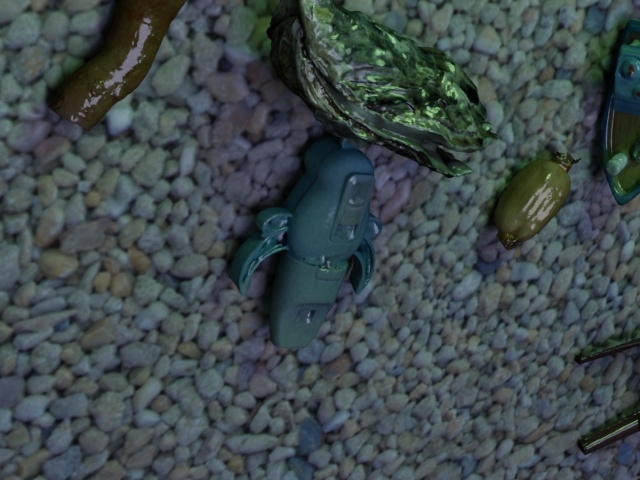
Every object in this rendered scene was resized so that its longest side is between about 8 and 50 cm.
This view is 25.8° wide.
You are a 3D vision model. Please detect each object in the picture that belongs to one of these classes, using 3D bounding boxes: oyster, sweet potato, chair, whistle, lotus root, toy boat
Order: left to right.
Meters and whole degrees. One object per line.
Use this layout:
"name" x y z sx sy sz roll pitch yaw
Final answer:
"sweet potato" -0.166 -0.232 1.376 0.067 0.059 0.281 27 98 -50
"whistle" 0.000 0.000 1.598 0.186 0.093 0.274 2 116 -35
"oyster" 0.064 -0.167 1.497 0.351 0.162 0.158 34 72 -43
"lotus root" 0.270 -0.055 1.766 0.073 0.062 0.150 38 89 -18
"toy boat" 0.404 -0.156 1.767 0.098 0.109 0.238 -38 138 -51
"chair" 0.546 0.221 2.030 0.326 0.175 0.183 -21 133 -20
